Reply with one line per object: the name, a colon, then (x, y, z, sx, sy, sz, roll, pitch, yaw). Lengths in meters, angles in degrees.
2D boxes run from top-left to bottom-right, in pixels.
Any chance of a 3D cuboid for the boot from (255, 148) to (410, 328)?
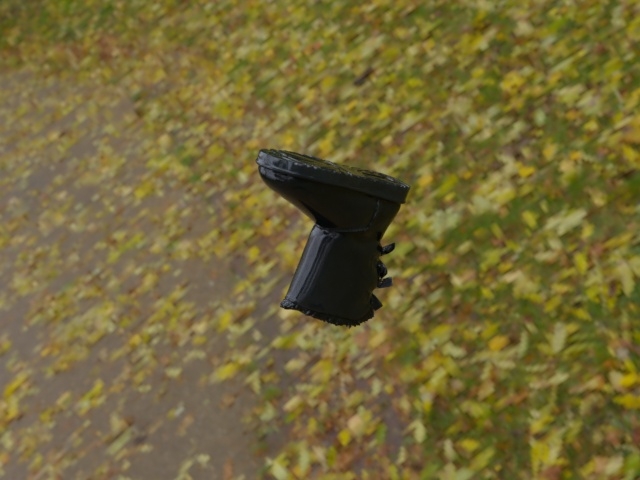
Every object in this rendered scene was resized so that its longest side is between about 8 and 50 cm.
boot: (-0.001, 0.000, 0.768, 0.045, 0.121, 0.099, 32, 106, 50)
